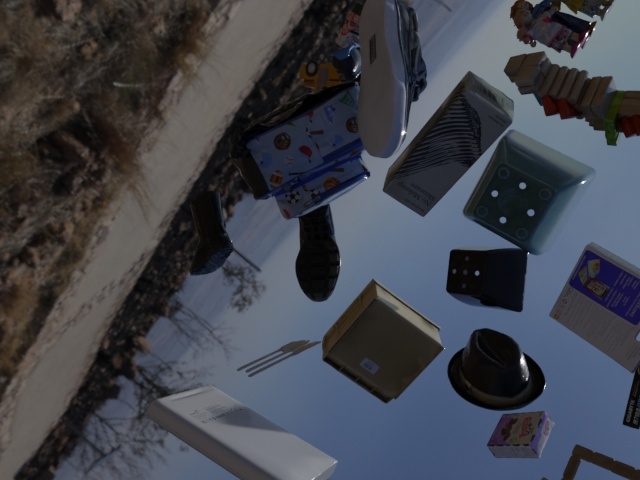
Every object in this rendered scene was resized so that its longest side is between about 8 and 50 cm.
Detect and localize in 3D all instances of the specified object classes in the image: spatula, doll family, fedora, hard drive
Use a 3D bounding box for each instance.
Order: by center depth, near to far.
[{"bbox_3d":[-0.139,0.365,1.113,0.040,0.307,0.203,-67,158,5],"label":"hard drive"},{"bbox_3d":[0.469,-0.456,1.196,0.263,0.163,0.118,-54,162,-9],"label":"doll family"},{"bbox_3d":[-0.129,0.354,1.844,0.242,0.019,0.168,-23,-173,-24],"label":"spatula"},{"bbox_3d":[0.569,0.394,1.982,0.333,0.153,0.334,-7,-152,4],"label":"fedora"}]

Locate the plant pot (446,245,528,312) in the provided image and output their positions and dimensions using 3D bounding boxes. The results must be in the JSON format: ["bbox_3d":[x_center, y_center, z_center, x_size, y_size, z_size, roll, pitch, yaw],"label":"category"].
[{"bbox_3d":[0.472,0.102,1.768,0.188,0.166,0.188,3,-95,49],"label":"plant pot"}]

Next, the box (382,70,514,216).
[{"bbox_3d":[0.242,-0.180,1.178,0.275,0.113,0.094,-53,-171,40],"label":"box"}]

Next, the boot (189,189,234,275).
[{"bbox_3d":[-0.361,-0.021,1.919,0.094,0.207,0.246,-4,156,-36],"label":"boot"}]

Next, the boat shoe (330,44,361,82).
[{"bbox_3d":[0.074,-0.449,1.572,0.109,0.089,0.258,-15,-166,22],"label":"boat shoe"}]

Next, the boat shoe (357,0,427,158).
[{"bbox_3d":[0.122,-0.260,0.967,0.108,0.102,0.301,-41,-137,53],"label":"boat shoe"}]

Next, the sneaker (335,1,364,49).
[{"bbox_3d":[0.152,-0.588,1.801,0.270,0.090,0.145,8,121,-51],"label":"sneaker"}]

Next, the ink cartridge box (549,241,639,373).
[{"bbox_3d":[0.615,0.140,1.278,0.045,0.208,0.206,-21,137,-38],"label":"ink cartridge box"}]

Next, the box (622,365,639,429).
[{"bbox_3d":[1.012,0.471,1.921,0.175,0.051,0.220,8,95,-59],"label":"box"}]

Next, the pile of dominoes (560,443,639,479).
[{"bbox_3d":[0.648,0.596,1.377,0.196,0.040,0.251,-61,-161,-11],"label":"pile of dominoes"}]

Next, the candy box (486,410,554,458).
[{"bbox_3d":[0.734,0.714,2.230,0.196,0.070,0.165,-26,-165,51],"label":"candy box"}]

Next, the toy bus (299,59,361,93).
[{"bbox_3d":[0.088,-0.460,1.799,0.108,0.332,0.130,-3,102,-51],"label":"toy bus"}]

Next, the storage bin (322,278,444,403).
[{"bbox_3d":[0.179,0.303,1.784,0.260,0.262,0.123,-51,-169,16],"label":"storage bin"}]

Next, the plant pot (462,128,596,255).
[{"bbox_3d":[0.491,-0.109,1.487,0.252,0.247,0.248,-21,139,-61],"label":"plant pot"}]

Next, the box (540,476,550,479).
[{"bbox_3d":[0.633,0.730,1.672,0.102,0.087,0.101,-41,-177,-10],"label":"box"}]

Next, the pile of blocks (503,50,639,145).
[{"bbox_3d":[0.554,-0.279,1.297,0.113,0.362,0.149,-60,164,-19],"label":"pile of blocks"}]

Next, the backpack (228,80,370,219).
[{"bbox_3d":[-0.015,-0.167,1.110,0.263,0.213,0.276,-35,-169,3],"label":"backpack"}]

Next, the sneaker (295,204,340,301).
[{"bbox_3d":[0.000,0.000,1.330,0.101,0.268,0.106,-4,175,12],"label":"sneaker"}]
